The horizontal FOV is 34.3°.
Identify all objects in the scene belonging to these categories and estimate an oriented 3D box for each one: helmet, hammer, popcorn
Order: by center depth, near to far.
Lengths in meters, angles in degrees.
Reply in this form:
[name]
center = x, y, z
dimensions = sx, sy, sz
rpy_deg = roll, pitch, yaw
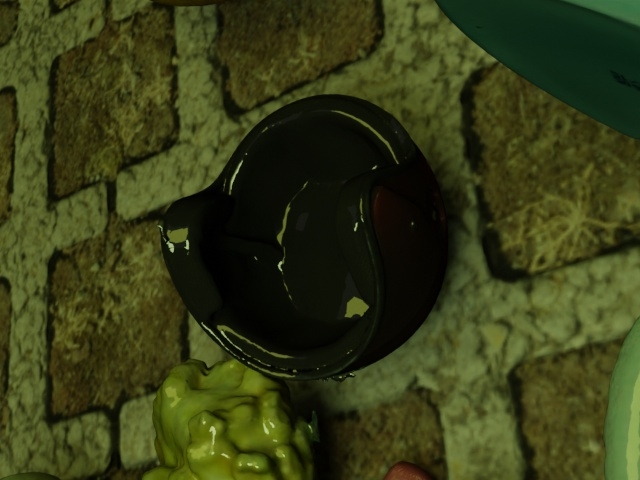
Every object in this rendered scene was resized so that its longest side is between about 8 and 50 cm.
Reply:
[hammer]
center = 0.052, 0.203, 0.767
dimensions = 0.043, 0.043, 0.083
rpy_deg = 35, 97, 39
[helmet]
center = 0.000, 0.000, 0.778
dimensions = 0.189, 0.193, 0.216
rpy_deg = -7, 71, 28
[popcorn]
center = -0.063, 0.168, 0.791
dimensions = 0.142, 0.173, 0.173
rpy_deg = 7, 75, -3

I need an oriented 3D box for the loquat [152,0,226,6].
[loquat]
center = -0.118, -0.354, 0.964
dimensions = 0.275, 0.275, 0.275
rpy_deg = -13, 67, 33

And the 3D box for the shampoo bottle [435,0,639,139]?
[shampoo bottle]
center = 0.271, -0.223, 0.568
dimensions = 0.331, 0.331, 0.342
rpy_deg = 30, 95, 40

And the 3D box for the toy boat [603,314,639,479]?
[toy boat]
center = 0.236, 0.126, 0.634
dimensions = 0.134, 0.079, 0.207
rpy_deg = -6, 72, 38

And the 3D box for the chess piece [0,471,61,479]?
[chess piece]
center = -0.128, 0.333, 0.754
dimensions = 0.442, 0.234, 0.234
rpy_deg = 21, 87, 44
